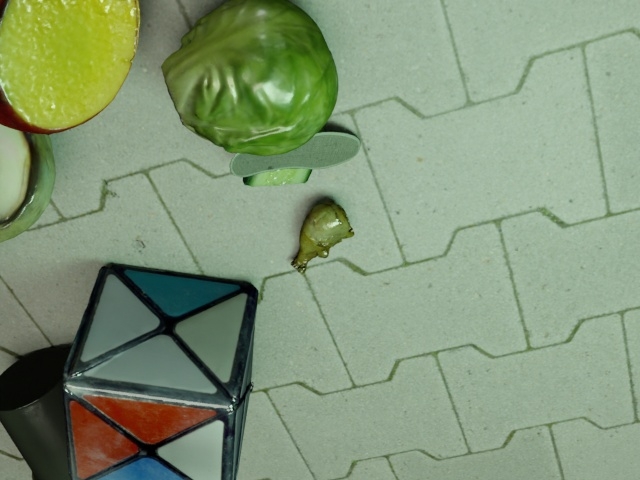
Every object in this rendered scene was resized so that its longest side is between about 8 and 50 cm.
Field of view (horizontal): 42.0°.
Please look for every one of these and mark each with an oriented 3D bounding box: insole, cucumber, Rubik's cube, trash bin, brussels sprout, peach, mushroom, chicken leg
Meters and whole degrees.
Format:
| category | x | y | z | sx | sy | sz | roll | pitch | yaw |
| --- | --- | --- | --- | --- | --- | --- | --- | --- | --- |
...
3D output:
| category | x | y | z | sx | sy | sz | roll | pitch | yaw |
| --- | --- | --- | --- | --- | --- | --- | --- | --- | --- |
| insole | -0.035 | -0.135 | 1.306 | 0.231 | 0.003 | 0.080 | -11 | 140 | -27 |
| cucumber | -0.065 | -0.142 | 1.331 | 0.116 | 0.062 | 0.115 | -5 | 134 | -30 |
| Rubik's cube | -0.281 | 0.251 | 1.501 | 0.305 | 0.310 | 0.307 | 7 | 129 | -1 |
| trash bin | -0.507 | 0.396 | 1.677 | 0.214 | 0.214 | 0.334 | -16 | 122 | 13 |
| brussels sprout | -0.096 | -0.228 | 1.186 | 0.243 | 0.244 | 0.244 | 1 | 128 | 1 |
| peach | -0.380 | -0.297 | 1.112 | 0.245 | 0.248 | 0.275 | 28 | 115 | 7 |
| mushroom | -0.503 | -0.138 | 1.291 | 0.189 | 0.164 | 0.267 | -38 | 85 | 0 |
| chicken leg | 0.000 | 0.000 | 1.449 | 0.093 | 0.070 | 0.178 | 17 | 134 | -20 |
